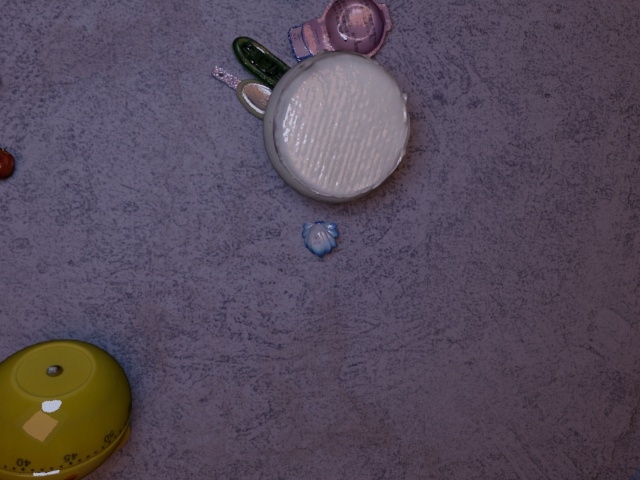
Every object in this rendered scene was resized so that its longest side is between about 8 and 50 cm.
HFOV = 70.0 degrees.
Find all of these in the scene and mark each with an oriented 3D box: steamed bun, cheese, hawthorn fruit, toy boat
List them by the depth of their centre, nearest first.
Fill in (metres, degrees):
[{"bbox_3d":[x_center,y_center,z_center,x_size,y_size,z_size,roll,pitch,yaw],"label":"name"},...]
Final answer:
[{"bbox_3d":[-0.808,-0.197,1.133,0.093,0.093,0.093,-1,96,-9],"label":"hawthorn fruit"},{"bbox_3d":[0.033,-0.284,1.179,0.374,0.241,0.374,-2,99,-14],"label":"steamed bun"},{"bbox_3d":[-0.146,-0.465,1.220,0.210,0.052,0.104,39,60,-3],"label":"toy boat"},{"bbox_3d":[-0.205,-0.408,1.234,0.192,0.037,0.097,29,88,-10],"label":"cheese"},{"bbox_3d":[0.055,-0.571,1.242,0.286,0.074,0.189,-21,98,-3],"label":"cheese"}]

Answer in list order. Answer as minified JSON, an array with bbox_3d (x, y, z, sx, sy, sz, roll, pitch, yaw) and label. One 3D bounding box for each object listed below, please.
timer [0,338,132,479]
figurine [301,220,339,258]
[{"bbox_3d":[-0.648,0.442,1.110,0.376,0.376,0.387,13,118,-10],"label":"timer"},{"bbox_3d":[0.000,0.000,1.290,0.114,0.079,0.114,2,106,6],"label":"figurine"}]
